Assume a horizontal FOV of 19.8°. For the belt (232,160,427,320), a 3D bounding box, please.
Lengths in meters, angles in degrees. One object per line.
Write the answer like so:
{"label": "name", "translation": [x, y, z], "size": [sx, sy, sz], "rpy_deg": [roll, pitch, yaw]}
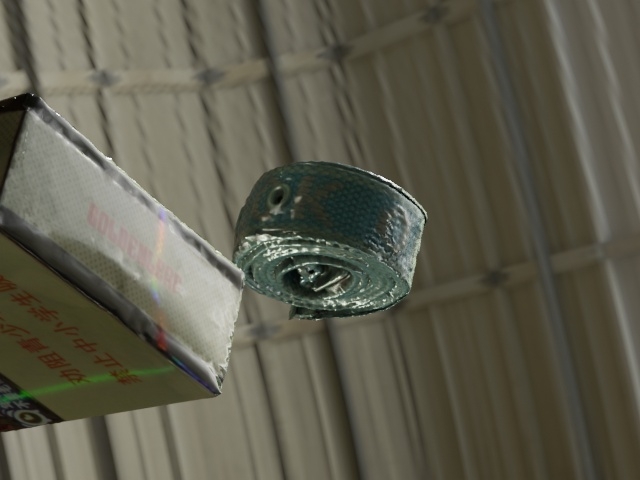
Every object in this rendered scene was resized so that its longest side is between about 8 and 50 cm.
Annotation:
{"label": "belt", "translation": [0.004, -0.002, 1.404], "size": [0.148, 0.163, 0.082], "rpy_deg": [37, -121, -40]}

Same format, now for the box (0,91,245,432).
{"label": "box", "translation": [-0.223, 0.033, 1.038], "size": [0.198, 0.310, 0.084], "rpy_deg": [43, -134, -43]}
